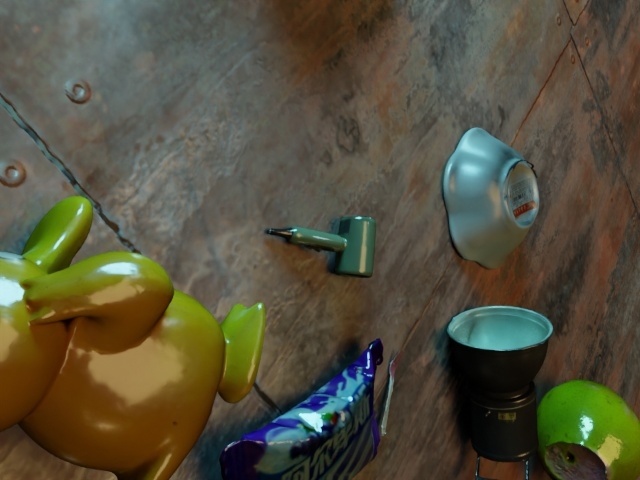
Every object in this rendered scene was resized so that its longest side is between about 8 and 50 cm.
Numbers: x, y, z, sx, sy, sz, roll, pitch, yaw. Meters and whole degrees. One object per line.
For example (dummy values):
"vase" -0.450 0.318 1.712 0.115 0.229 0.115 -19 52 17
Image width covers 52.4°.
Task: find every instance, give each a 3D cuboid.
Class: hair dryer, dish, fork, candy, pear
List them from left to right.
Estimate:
"candy" -0.003 0.224 0.719 0.275 0.070 0.145 -25 113 -48
"hair dryer" 0.000 0.000 0.756 0.150 0.047 0.071 11 79 -34
"fork" 0.091 0.198 0.850 0.016 0.012 0.115 31 66 -41
"dish" 0.285 -0.067 1.010 0.229 0.081 0.229 2 87 -46
"pear" 0.460 0.327 1.112 0.220 0.188 0.187 -36 113 -49

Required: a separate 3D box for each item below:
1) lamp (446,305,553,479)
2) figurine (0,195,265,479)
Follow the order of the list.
"lamp" 0.269 0.226 0.960 0.172 0.147 0.227 -45 131 -63
"figurine" -0.173 0.082 0.471 0.228 0.215 0.215 44 58 -19
